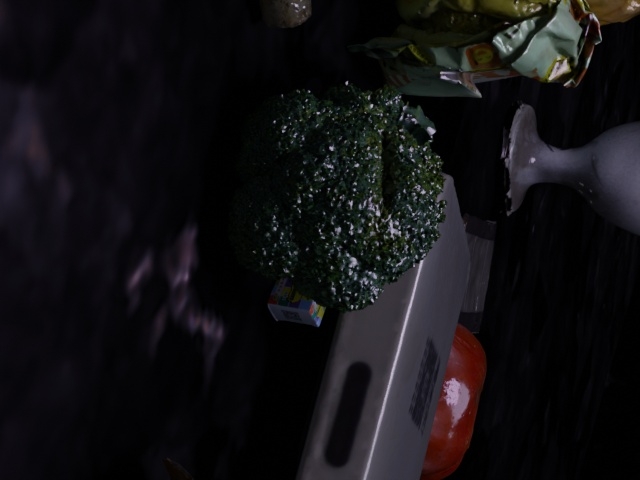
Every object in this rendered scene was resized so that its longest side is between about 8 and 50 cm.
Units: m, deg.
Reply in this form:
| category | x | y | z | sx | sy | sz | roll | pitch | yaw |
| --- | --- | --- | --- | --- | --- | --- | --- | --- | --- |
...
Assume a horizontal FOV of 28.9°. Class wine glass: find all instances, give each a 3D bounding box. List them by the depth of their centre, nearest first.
| category | x | y | z | sx | sy | sz | roll | pitch | yaw |
| --- | --- | --- | --- | --- | --- | --- | --- | --- | --- |
| wine glass | 0.446 | -0.097 | 1.821 | 0.190 | 0.357 | 0.190 | 8 | 90 | -68 |

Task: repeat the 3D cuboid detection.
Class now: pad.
| category | x | y | z | sx | sy | sz | roll | pitch | yaw |
| --- | --- | --- | --- | --- | --- | --- | --- | --- | --- |
| pad | 0.208 | 0.050 | 1.738 | 0.233 | 0.022 | 0.174 | 2 | 97 | -71 |

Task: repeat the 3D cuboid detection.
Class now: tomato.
| category | x | y | z | sx | sy | sz | roll | pitch | yaw |
| --- | --- | --- | --- | --- | --- | --- | --- | --- | --- |
| tomato | 0.154 | 0.204 | 1.541 | 0.225 | 0.085 | 0.225 | 12 | 90 | -80 |

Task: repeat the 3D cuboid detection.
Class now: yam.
| category | x | y | z | sx | sy | sz | roll | pitch | yaw |
| --- | --- | --- | --- | --- | --- | --- | --- | --- | --- |
| yam | -0.031 | -0.207 | 0.940 | 0.094 | 0.043 | 0.043 | 78 | 29 | -42 |

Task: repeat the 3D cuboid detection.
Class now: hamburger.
| category | x | y | z | sx | sy | sz | roll | pitch | yaw |
| --- | --- | --- | --- | --- | --- | --- | --- | --- | --- |
| hamburger | 0.137 | -0.202 | 1.202 | 0.214 | 0.235 | 0.125 | -166 | -100 | -79 |

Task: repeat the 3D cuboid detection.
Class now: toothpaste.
| category | x | y | z | sx | sy | sz | roll | pitch | yaw |
| --- | --- | --- | --- | --- | --- | --- | --- | --- | --- |
| toothpaste | 0.000 | 0.000 | 1.120 | 0.034 | 0.046 | 0.164 | 62 | 43 | -54 |

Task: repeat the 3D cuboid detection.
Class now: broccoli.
| category | x | y | z | sx | sy | sz | roll | pitch | yaw |
| --- | --- | --- | --- | --- | --- | --- | --- | --- | --- |
| broccoli | 0.012 | -0.040 | 0.989 | 0.156 | 0.195 | 0.195 | -129 | -138 | -70 |

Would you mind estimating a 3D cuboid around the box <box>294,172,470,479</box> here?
| category | x | y | z | sx | sy | sz | roll | pitch | yaw |
| --- | --- | --- | --- | --- | --- | --- | --- | --- | --- |
| box | 0.066 | 0.139 | 1.265 | 0.373 | 0.090 | 0.367 | 61 | 44 | -71 |

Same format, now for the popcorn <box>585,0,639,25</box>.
| category | x | y | z | sx | sy | sz | roll | pitch | yaw |
| --- | --- | --- | --- | --- | --- | --- | --- | --- | --- |
| popcorn | 0.309 | -0.365 | 1.285 | 0.265 | 0.225 | 0.332 | -30 | 162 | -32 |

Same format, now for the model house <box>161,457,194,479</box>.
| category | x | y | z | sx | sy | sz | roll | pitch | yaw |
| --- | --- | --- | --- | --- | --- | --- | --- | --- | --- |
| model house | -0.108 | 0.264 | 0.844 | 0.136 | 0.207 | 0.219 | -30 | 139 | -16 |
